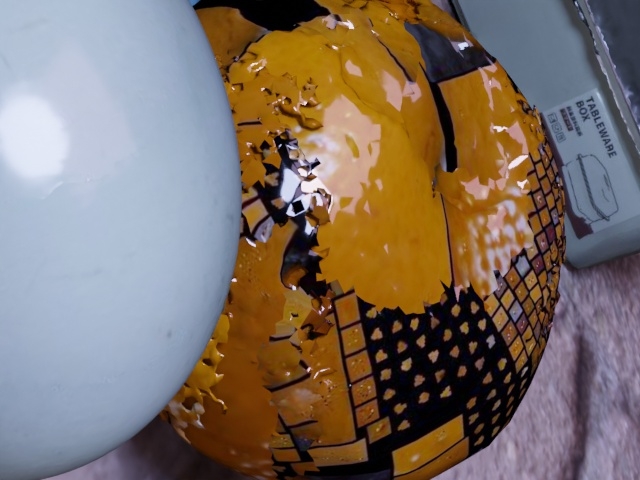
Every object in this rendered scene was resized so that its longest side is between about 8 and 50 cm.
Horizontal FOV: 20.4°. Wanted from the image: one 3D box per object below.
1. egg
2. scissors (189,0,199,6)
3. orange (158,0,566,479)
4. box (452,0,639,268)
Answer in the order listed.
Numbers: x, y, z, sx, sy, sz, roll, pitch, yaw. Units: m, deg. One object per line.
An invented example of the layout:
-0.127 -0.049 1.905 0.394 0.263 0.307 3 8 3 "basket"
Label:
-0.127 -0.045 0.601 0.183 0.183 0.264 12 51 -56 "egg"
-0.109 -0.176 0.767 0.447 0.029 0.193 37 59 -59 "scissors"
0.000 0.000 0.774 0.234 0.182 0.234 28 51 -41 "orange"
0.226 -0.131 1.283 0.220 0.166 0.290 -16 83 -62 "box"
